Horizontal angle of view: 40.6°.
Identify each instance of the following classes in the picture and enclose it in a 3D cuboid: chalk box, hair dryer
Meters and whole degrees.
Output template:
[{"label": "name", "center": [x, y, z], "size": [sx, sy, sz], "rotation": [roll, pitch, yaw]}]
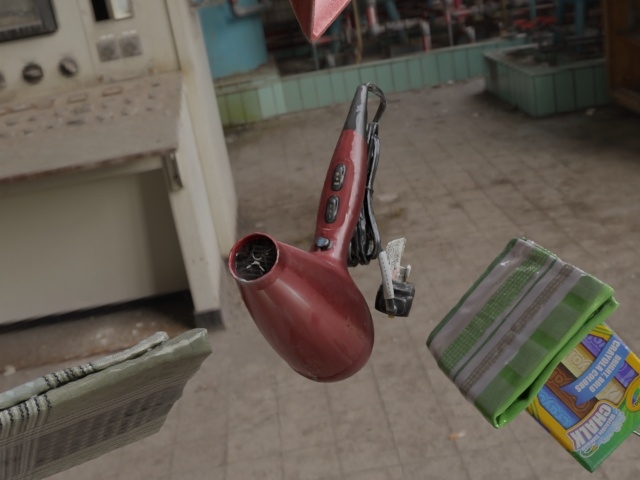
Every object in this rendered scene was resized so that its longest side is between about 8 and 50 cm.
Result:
[{"label": "chalk box", "center": [0.399, 0.224, 1.361], "size": [0.179, 0.289, 0.180], "rotation": [-45, 9, 0]}, {"label": "hair dryer", "center": [0.000, 0.000, 0.690], "size": [0.080, 0.223, 0.293], "rotation": [-7, 13, 21]}]

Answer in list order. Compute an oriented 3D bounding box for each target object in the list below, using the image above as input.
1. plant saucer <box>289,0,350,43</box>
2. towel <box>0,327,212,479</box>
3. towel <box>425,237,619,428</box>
[{"label": "plant saucer", "center": [0.041, -0.336, 0.708], "size": [0.048, 0.259, 0.258], "rotation": [25, 56, 15]}, {"label": "towel", "center": [-0.279, 0.180, 0.820], "size": [0.324, 0.056, 0.312], "rotation": [-17, -19, -28]}, {"label": "towel", "center": [0.130, 0.058, 0.583], "size": [0.113, 0.023, 0.152], "rotation": [-50, 15, 4]}]
